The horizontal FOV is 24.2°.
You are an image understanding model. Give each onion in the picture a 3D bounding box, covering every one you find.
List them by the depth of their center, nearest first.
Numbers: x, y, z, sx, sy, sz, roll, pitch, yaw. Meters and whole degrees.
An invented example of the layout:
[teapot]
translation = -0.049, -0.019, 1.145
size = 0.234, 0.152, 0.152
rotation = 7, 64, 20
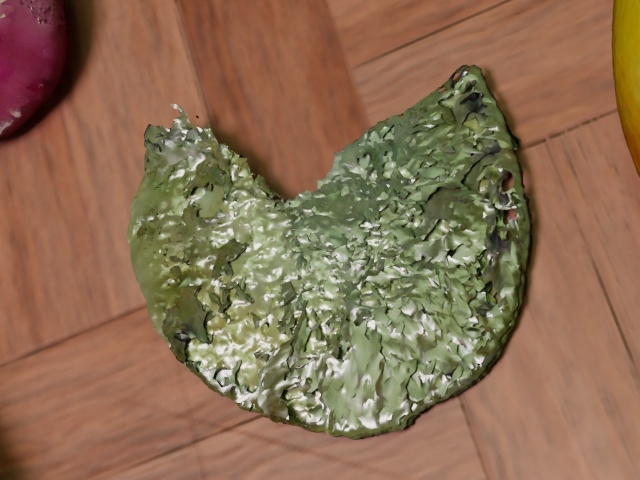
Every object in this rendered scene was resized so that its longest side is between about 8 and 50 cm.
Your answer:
[onion]
translation = -0.224, -0.126, 0.831
size = 0.150, 0.140, 0.150
rotation = -2, 81, 16

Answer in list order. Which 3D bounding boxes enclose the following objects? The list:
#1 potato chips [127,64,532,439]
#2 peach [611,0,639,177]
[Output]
[potato chips]
translation = -0.001, -0.001, 0.769
size = 0.219, 0.029, 0.202
rotation = 4, 75, 19
[peach]
translation = 0.233, -0.069, 0.602
size = 0.231, 0.231, 0.231
rotation = -7, 69, 18
